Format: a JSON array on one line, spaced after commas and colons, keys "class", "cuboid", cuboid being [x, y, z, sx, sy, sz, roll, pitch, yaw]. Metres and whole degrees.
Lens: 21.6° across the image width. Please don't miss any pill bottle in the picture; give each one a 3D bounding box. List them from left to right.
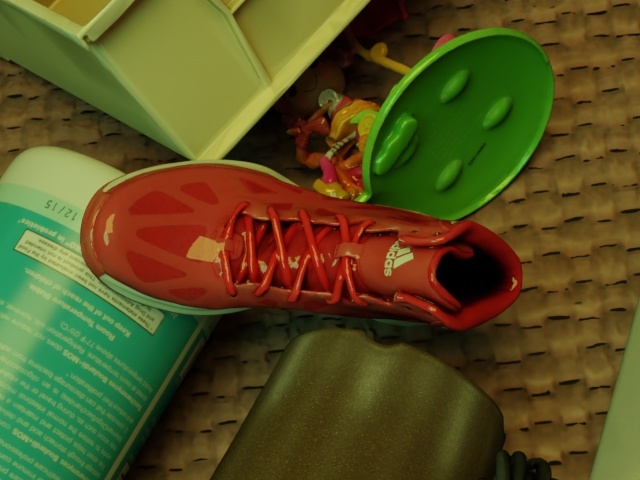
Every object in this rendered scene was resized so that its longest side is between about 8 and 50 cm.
[{"class": "pill bottle", "cuboid": [-0.168, 0.091, 0.904, 0.146, 0.146, 0.264, 24, 71, 21]}]

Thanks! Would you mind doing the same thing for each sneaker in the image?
[{"class": "sneaker", "cuboid": [0.000, 0.000, 0.836, 0.221, 0.128, 0.087, 3, 87, -23]}]

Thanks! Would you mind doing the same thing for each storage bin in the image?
[{"class": "storage bin", "cuboid": [-0.083, -0.202, 0.987, 0.260, 0.123, 0.262, -48, 40, -11]}]

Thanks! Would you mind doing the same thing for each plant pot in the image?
[{"class": "plant pot", "cuboid": [0.010, 0.145, 0.842, 0.167, 0.167, 0.165, 16, 61, 18]}]

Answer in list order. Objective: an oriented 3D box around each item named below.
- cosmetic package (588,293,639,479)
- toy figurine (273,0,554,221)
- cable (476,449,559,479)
[{"class": "cosmetic package", "cuboid": [0.201, 0.087, 0.841, 0.107, 0.127, 0.238, 15, 67, 20]}, {"class": "toy figurine", "cuboid": [0.025, -0.086, 0.988, 0.173, 0.130, 0.159, -54, 49, 12]}, {"class": "cable", "cuboid": [0.091, 0.173, 0.789, 0.047, 0.184, 0.150, 7, 71, 18]}]
